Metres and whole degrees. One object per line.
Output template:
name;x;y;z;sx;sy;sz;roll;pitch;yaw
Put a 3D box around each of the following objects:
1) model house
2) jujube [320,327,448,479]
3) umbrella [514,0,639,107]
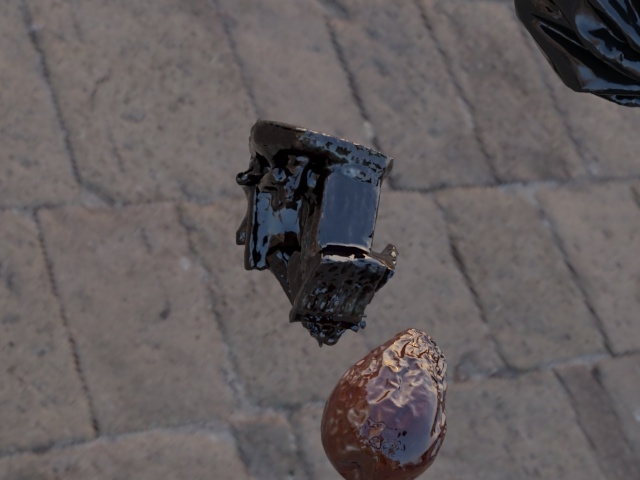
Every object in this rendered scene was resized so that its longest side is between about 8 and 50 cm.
model house;-0.009;-0.002;1.065;0.141;0.203;0.164;12;91;3
jujube;0.098;0.227;1.901;0.168;0.168;0.236;38;50;-8
umbrella;0.107;-0.183;0.814;0.118;0.118;0.340;-8;35;-38
